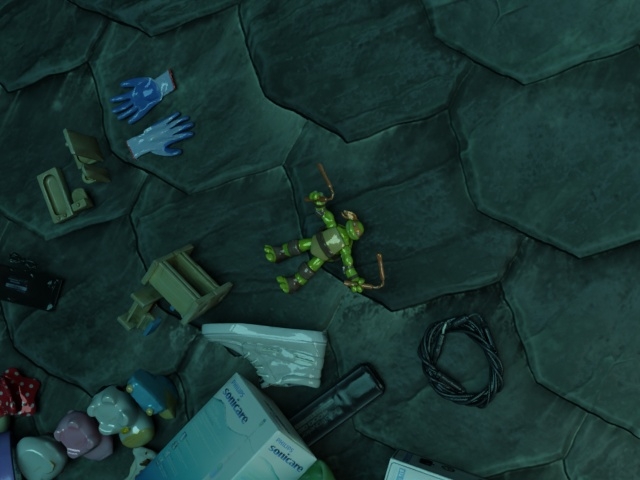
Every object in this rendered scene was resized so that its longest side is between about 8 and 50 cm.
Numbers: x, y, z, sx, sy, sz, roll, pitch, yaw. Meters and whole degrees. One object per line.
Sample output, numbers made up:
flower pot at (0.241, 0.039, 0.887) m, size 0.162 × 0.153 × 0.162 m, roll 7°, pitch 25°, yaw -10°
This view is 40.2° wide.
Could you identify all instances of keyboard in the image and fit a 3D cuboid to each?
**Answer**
keyboard at (-0.648, 0.082, 1.877) m, size 0.180 × 0.023 × 0.108 m, roll 16°, pitch 98°, yaw -17°

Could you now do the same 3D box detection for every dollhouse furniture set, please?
dollhouse furniture set at (-0.544, -0.132, 1.848) m, size 0.151 × 0.123 × 0.144 m, roll -24°, pitch 82°, yaw 12°
dollhouse furniture set at (-0.298, 0.126, 1.796) m, size 0.129 × 0.129 × 0.183 m, roll 44°, pitch 122°, yaw 11°

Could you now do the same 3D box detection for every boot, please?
boot at (-0.119, 0.233, 1.745) m, size 0.258 × 0.095 × 0.123 m, roll 4°, pitch 82°, yaw 13°

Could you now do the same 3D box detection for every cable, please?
cable at (0.270, 0.238, 1.678) m, size 0.151 × 0.047 × 0.184 m, roll -20°, pitch 84°, yaw 12°

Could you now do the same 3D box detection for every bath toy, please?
bath toy at (-0.465, 0.392, 1.811) m, size 0.348 × 0.129 × 0.151 m, roll -29°, pitch 100°, yaw 11°

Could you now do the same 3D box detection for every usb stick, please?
usb stick at (0.005, 0.346, 1.739) m, size 0.278 × 0.045 × 0.077 m, roll -38°, pitch 87°, yaw 9°

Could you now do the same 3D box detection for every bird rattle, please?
bird rattle at (-0.741, 0.366, 1.903) m, size 0.253 × 0.143 × 0.207 m, roll 9°, pitch 102°, yaw 1°

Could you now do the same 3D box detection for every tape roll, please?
tape roll at (-0.665, 0.495, 1.809) m, size 0.080 × 0.189 × 0.189 m, roll -10°, pitch 85°, yaw -15°

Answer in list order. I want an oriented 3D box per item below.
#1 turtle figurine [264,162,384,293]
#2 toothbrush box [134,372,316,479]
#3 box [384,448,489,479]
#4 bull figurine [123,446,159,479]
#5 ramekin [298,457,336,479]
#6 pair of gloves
turtle figurine at (0.000, 0.000, 1.732) m, size 0.217 × 0.087 × 0.269 m, roll -27°, pitch 90°, yaw 19°
toothbrush box at (-0.185, 0.434, 1.662) m, size 0.295 × 0.126 × 0.216 m, roll -48°, pitch 35°, yaw -3°
box at (0.253, 0.524, 1.650) m, size 0.290 × 0.087 × 0.169 m, roll 18°, pitch 92°, yaw 13°
bull figurine at (-0.368, 0.584, 1.792) m, size 0.188 × 0.101 × 0.310 m, roll -23°, pitch 81°, yaw 15°
ramekin at (-0.050, 0.567, 1.614) m, size 0.303 × 0.303 × 0.148 m, roll -43°, pitch 99°, yaw 9°
pair of gloves at (-0.358, -0.263, 1.861) m, size 0.159 × 0.023 × 0.198 m, roll -23°, pitch 82°, yaw 12°
